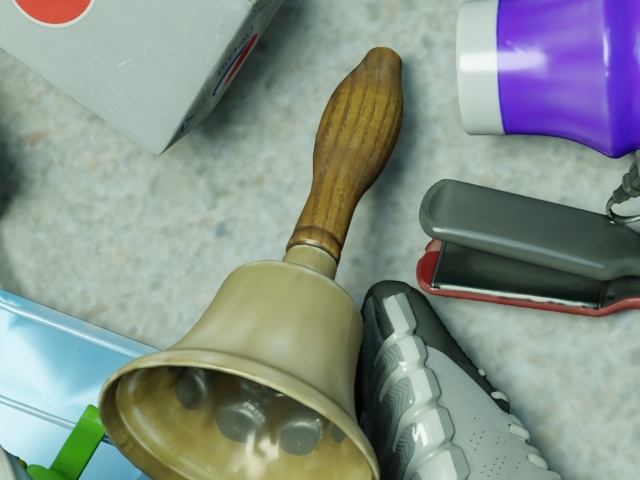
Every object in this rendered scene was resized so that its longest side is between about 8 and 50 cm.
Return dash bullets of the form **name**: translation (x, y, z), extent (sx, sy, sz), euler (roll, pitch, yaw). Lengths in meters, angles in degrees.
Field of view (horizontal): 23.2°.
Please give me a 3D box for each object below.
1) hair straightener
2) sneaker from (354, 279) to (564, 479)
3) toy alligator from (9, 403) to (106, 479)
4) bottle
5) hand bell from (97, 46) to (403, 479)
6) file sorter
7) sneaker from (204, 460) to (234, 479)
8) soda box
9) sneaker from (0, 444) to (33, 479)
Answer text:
- **hair straightener**: translation (0.156, 0.005, 0.721), extent (0.230, 0.089, 0.047), euler (13, 48, 17)
- **sneaker**: translation (0.097, 0.118, 0.730), extent (0.132, 0.086, 0.228), euler (-4, 57, -16)
- **toy alligator**: translation (-0.143, 0.156, 0.667), extent (0.056, 0.051, 0.189), euler (31, 84, 1)
- **bottle**: translation (0.207, -0.088, 0.726), extent (0.283, 0.092, 0.118), euler (-1, 74, 14)
- **hand bell**: translation (0.000, 0.000, 0.727), extent (0.126, 0.126, 0.242), euler (10, 52, 16)
- **file sorter**: translation (-0.145, 0.118, 0.750), extent (0.118, 0.104, 0.170), euler (21, 84, 0)
- **sneaker**: translation (-0.018, 0.189, 0.747), extent (0.128, 0.087, 0.221), euler (21, 82, -2)
- **soda box**: translation (-0.160, -0.169, 0.780), extent (0.286, 0.091, 0.098), euler (34, 113, 0)
- **sneaker**: translation (-0.095, 0.230, 0.627), extent (0.135, 0.150, 0.365), euler (26, 124, 52)
